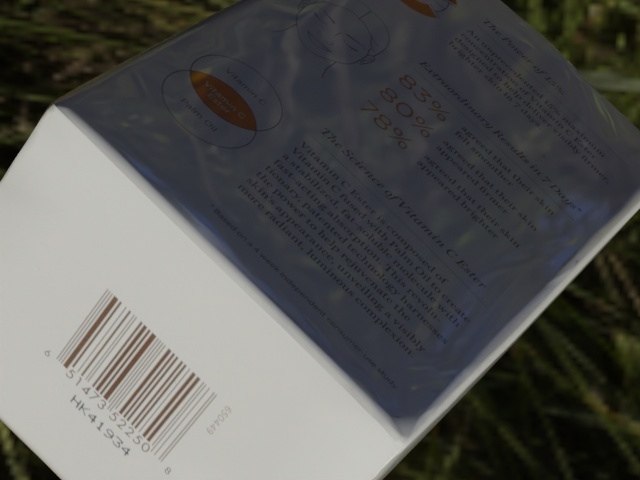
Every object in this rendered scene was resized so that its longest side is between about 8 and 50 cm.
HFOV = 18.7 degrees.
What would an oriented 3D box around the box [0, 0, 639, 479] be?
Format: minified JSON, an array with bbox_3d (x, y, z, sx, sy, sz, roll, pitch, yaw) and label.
[{"bbox_3d":[0.000,0.000,0.991,0.168,0.215,0.345,-51,172,37],"label":"box"}]
